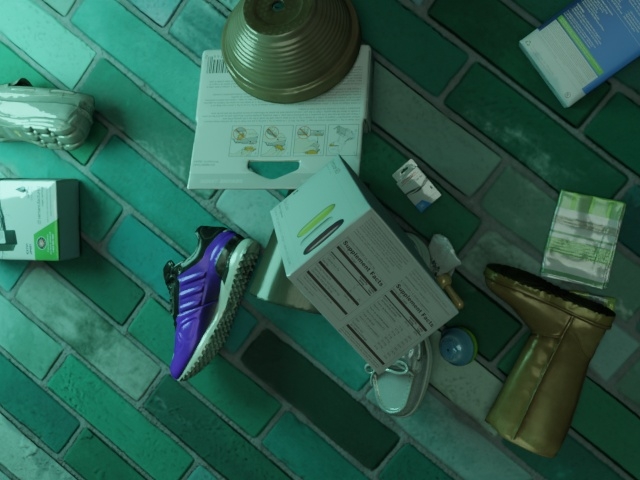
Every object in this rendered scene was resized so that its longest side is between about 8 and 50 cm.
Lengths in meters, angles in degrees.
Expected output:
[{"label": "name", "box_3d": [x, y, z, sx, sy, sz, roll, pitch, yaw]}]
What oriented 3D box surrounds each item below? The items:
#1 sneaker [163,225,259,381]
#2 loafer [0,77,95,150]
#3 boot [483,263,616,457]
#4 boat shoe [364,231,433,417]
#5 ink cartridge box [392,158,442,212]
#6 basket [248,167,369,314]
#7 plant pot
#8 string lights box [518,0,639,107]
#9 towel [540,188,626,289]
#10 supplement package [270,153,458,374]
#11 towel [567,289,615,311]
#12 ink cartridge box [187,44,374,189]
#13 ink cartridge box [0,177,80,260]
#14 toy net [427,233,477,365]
[{"label": "sneaker", "box_3d": [-0.228, 0.105, 1.507, 0.146, 0.102, 0.294, 26, 97, 12]}, {"label": "loafer", "box_3d": [-0.566, -0.244, 1.536, 0.319, 0.112, 0.112, 11, 63, 11]}, {"label": "boot", "box_3d": [0.340, 0.201, 1.399, 0.236, 0.089, 0.270, 25, 106, 17]}, {"label": "boat shoe", "box_3d": [0.123, 0.146, 1.412, 0.118, 0.103, 0.321, 8, 97, 36]}, {"label": "ink cartridge box", "box_3d": [0.165, -0.095, 1.428, 0.048, 0.028, 0.083, -41, 87, 13]}, {"label": "basket", "box_3d": [0.000, 0.000, 1.417, 0.204, 0.154, 0.227, 13, 95, -2]}, {"label": "plant pot", "box_3d": [-0.056, -0.352, 1.355, 0.237, 0.110, 0.238, -4, 68, 9]}, {"label": "string lights box", "box_3d": [0.461, -0.341, 1.312, 0.259, 0.077, 0.133, -36, 89, 14]}, {"label": "towel", "box_3d": [0.438, -0.001, 1.386, 0.113, 0.023, 0.152, 12, 99, 9]}, {"label": "supplement package", "box_3d": [0.054, 0.024, 1.201, 0.145, 0.262, 0.204, -39, 112, 7]}, {"label": "towel", "box_3d": [0.453, 0.118, 1.404, 0.083, 0.009, 0.060, 8, 98, 10]}, {"label": "ink cartridge box", "box_3d": [-0.064, -0.198, 1.399, 0.296, 0.066, 0.261, 1, 74, 12]}, {"label": "ink cartridge box", "box_3d": [-0.567, -0.041, 1.559, 0.208, 0.087, 0.153, 1, 96, 13]}, {"label": "toy net", "box_3d": [0.206, 0.103, 1.442, 0.122, 0.045, 0.232, 0, 95, 41]}]
